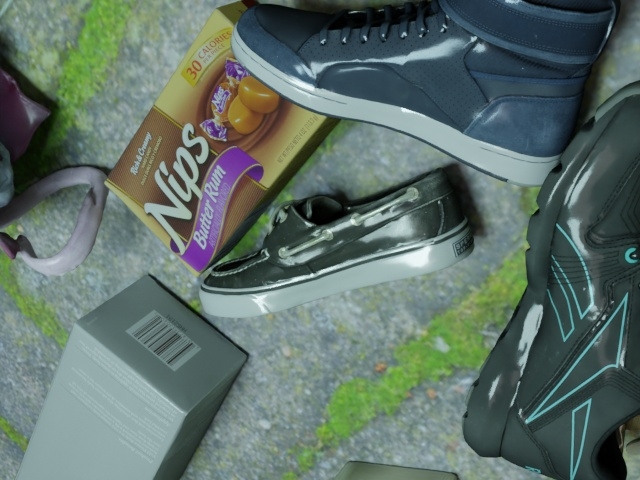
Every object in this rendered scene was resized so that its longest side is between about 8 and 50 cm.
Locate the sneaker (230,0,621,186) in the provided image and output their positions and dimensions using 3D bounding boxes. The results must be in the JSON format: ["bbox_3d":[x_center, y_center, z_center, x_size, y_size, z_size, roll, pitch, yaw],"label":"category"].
[{"bbox_3d":[0.061,-0.143,0.527,0.226,0.086,0.163,20,131,8],"label":"sneaker"}]

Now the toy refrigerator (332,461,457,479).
[{"bbox_3d":[0.071,0.328,0.740,0.102,0.094,0.269,0,112,28],"label":"toy refrigerator"}]

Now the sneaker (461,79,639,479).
[{"bbox_3d":[0.173,0.036,0.538,0.106,0.101,0.267,27,122,27],"label":"sneaker"}]

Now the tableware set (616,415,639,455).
[{"bbox_3d":[0.238,0.069,0.563,0.194,0.039,0.128,-35,92,35],"label":"tableware set"}]

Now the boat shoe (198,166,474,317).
[{"bbox_3d":[0.000,0.000,0.645,0.219,0.078,0.070,-16,104,25],"label":"boat shoe"}]

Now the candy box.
[{"bbox_3d":[-0.073,-0.072,0.663,0.109,0.053,0.186,45,124,3],"label":"candy box"}]

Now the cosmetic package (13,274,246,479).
[{"bbox_3d":[-0.177,0.166,0.799,0.127,0.107,0.238,37,127,9],"label":"cosmetic package"}]

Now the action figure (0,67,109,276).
[{"bbox_3d":[-0.377,-0.029,0.799,0.276,0.248,0.370,33,127,-21],"label":"action figure"}]
